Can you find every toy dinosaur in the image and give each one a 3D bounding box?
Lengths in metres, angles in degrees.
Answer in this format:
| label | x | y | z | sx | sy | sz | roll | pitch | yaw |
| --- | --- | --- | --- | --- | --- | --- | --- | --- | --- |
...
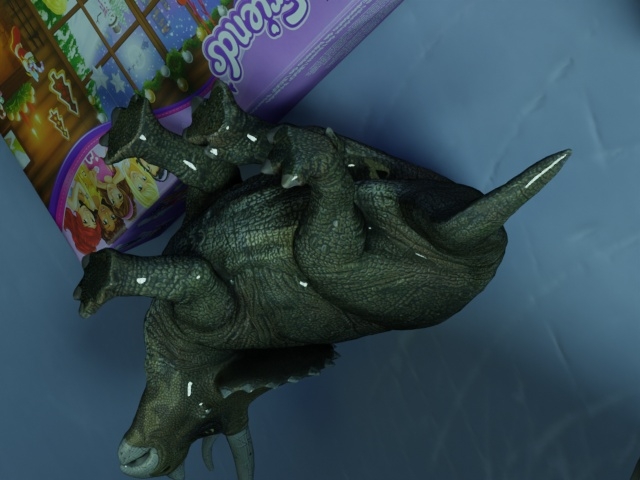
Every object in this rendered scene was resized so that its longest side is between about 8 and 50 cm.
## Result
| label | x | y | z | sx | sy | sz | roll | pitch | yaw |
| --- | --- | --- | --- | --- | --- | --- | --- | --- | --- |
| toy dinosaur | 0.000 | 0.000 | 0.866 | 0.313 | 0.160 | 0.121 | -29 | 50 | 36 |

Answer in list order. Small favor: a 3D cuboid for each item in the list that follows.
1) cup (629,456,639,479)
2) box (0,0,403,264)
| label | x | y | z | sx | sy | sz | roll | pitch | yaw |
| --- | --- | --- | --- | --- | --- | --- | --- | --- | --- |
| cup | 0.180 | 0.268 | 0.697 | 0.237 | 0.331 | 0.331 | 17 | 124 | 9 |
| box | -0.078 | -0.139 | 0.914 | 0.201 | 0.057 | 0.293 | 57 | 138 | 7 |
